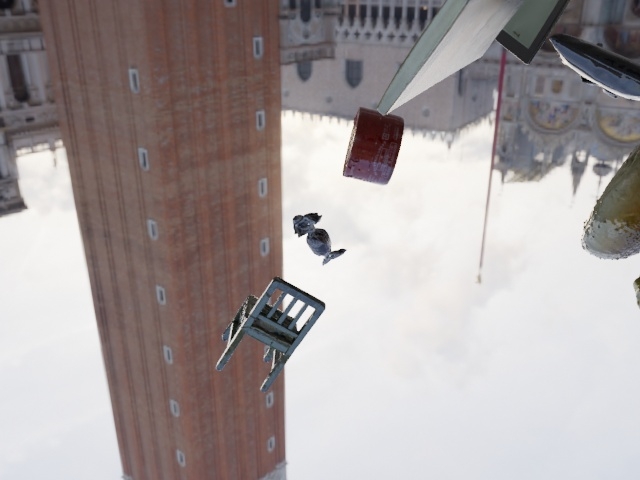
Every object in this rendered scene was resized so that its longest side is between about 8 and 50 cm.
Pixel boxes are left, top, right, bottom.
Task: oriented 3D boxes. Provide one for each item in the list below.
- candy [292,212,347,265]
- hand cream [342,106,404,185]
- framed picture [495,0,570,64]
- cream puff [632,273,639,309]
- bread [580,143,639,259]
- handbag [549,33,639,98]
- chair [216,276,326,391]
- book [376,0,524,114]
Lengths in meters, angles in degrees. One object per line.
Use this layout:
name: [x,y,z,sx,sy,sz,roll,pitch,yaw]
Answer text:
candy: [0.000,-0.001,1.576,0.093,0.226,0.051,-9,-122,15]
hand cream: [0.136,-0.243,1.670,0.125,0.193,0.193,15,-157,-4]
framed picture: [0.589,-0.661,1.692,0.016,0.347,0.265,17,-152,-22]
cream puff: [0.662,0.124,1.213,0.146,0.116,0.146,1,-159,-1]
bread: [0.740,-0.081,1.501,0.158,0.306,0.305,35,-143,19]
handbag: [0.623,-0.376,1.404,0.254,0.089,0.211,33,-159,15]
chair: [-0.110,0.183,1.438,0.136,0.270,0.147,28,-159,-12]
book: [0.252,-0.350,1.008,0.032,0.269,0.389,44,-134,8]
